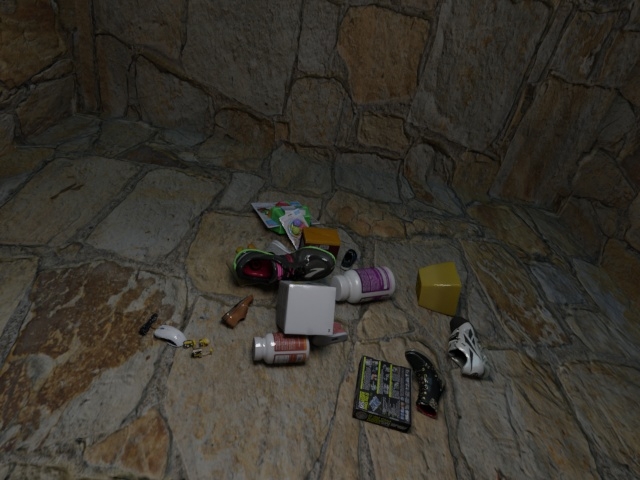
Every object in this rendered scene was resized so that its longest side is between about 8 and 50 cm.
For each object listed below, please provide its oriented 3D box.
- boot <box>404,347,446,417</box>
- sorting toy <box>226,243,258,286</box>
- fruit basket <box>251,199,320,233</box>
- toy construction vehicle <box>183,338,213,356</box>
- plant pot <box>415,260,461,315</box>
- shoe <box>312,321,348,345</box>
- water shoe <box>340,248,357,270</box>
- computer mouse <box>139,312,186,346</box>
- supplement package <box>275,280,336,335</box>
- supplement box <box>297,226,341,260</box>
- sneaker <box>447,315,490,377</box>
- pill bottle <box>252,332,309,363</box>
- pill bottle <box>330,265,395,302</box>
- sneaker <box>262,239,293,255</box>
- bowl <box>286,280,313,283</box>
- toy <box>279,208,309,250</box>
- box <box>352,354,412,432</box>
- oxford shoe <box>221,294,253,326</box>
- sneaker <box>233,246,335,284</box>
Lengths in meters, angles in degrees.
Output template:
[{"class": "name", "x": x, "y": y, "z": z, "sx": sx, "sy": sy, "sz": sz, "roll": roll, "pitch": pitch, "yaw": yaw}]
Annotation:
[{"class": "boot", "x": 0.410, "y": 0.566, "z": 1.670, "sx": 0.236, "sy": 0.085, "sz": 0.178, "roll": 50, "pitch": 38, "yaw": -10}, {"class": "sorting toy", "x": -0.357, "y": 0.114, "z": 2.151, "sx": 0.229, "sy": 0.041, "sz": 0.307, "roll": -9, "pitch": 40, "yaw": -32}, {"class": "fruit basket", "x": -0.214, "y": -0.174, "z": 2.525, "sx": 0.328, "sy": 0.165, "sz": 0.353, "roll": -4, "pitch": 34, "yaw": -25}, {"class": "toy construction vehicle", "x": -0.485, "y": 0.427, "z": 1.655, "sx": 0.098, "sy": 0.035, "sz": 0.086, "roll": -5, "pitch": 27, "yaw": -31}, {"class": "plant pot", "x": 0.607, "y": 0.248, "z": 2.190, "sx": 0.188, "sy": 0.212, "sz": 0.212, "roll": 1, "pitch": 33, "yaw": 3}, {"class": "shoe", "x": 0.030, "y": 0.411, "z": 1.845, "sx": 0.178, "sy": 0.063, "sz": 0.081, "roll": -1, "pitch": 35, "yaw": -31}, {"class": "water shoe", "x": 0.170, "y": 0.091, "z": 2.350, "sx": 0.073, "sy": 0.080, "sz": 0.203, "roll": 19, "pitch": 34, "yaw": 6}, {"class": "computer mouse", "x": -0.625, "y": 0.363, "z": 1.680, "sx": 0.193, "sy": 0.042, "sz": 0.106, "roll": 21, "pitch": 33, "yaw": 10}, {"class": "supplement package", "x": -0.067, "y": 0.280, "z": 1.772, "sx": 0.200, "sy": 0.197, "sz": 0.263, "roll": 5, "pitch": -3, "yaw": -13}, {"class": "supplement box", "x": -0.012, "y": 0.046, "z": 2.243, "sx": 0.192, "sy": 0.194, "sz": 0.129, "roll": 5, "pitch": 35, "yaw": -14}, {"class": "sneaker", "x": 0.646, "y": 0.475, "z": 1.926, "sx": 0.147, "sy": 0.122, "sz": 0.330, "roll": 8, "pitch": 33, "yaw": -14}, {"class": "pill bottle", "x": -0.162, "y": 0.432, "z": 1.683, "sx": 0.217, "sy": 0.121, "sz": 0.121, "roll": 3, "pitch": 35, "yaw": -17}, {"class": "pill bottle", "x": 0.208, "y": 0.223, "z": 2.090, "sx": 0.302, "sy": 0.169, "sz": 0.169, "roll": -3, "pitch": 37, "yaw": -26}, {"class": "sneaker", "x": -0.180, "y": 0.116, "z": 2.168, "sx": 0.282, "sy": 0.105, "sz": 0.115, "roll": 32, "pitch": 46, "yaw": 21}, {"class": "bowl", "x": -0.107, "y": 0.243, "z": 2.046, "sx": 0.142, "sy": 0.053, "sz": 0.142, "roll": 29, "pitch": 36, "yaw": 19}, {"class": "toy", "x": -0.113, "y": -0.055, "z": 2.341, "sx": 0.137, "sy": 0.056, "sz": 0.237, "roll": -29, "pitch": 94, "yaw": -27}, {"class": "box", "x": 0.249, "y": 0.598, "z": 1.652, "sx": 0.217, "sy": 0.060, "sz": 0.270, "roll": 15, "pitch": 33, "yaw": 2}, {"class": "oxford shoe", "x": -0.353, "y": 0.313, "z": 1.854, "sx": 0.076, "sy": 0.076, "sz": 0.212, "roll": 49, "pitch": 34, "yaw": -3}, {"class": "sneaker", "x": -0.167, "y": 0.138, "z": 1.957, "sx": 0.484, "sy": 0.185, "sz": 0.202, "roll": -3, "pitch": 20, "yaw": -3}]
